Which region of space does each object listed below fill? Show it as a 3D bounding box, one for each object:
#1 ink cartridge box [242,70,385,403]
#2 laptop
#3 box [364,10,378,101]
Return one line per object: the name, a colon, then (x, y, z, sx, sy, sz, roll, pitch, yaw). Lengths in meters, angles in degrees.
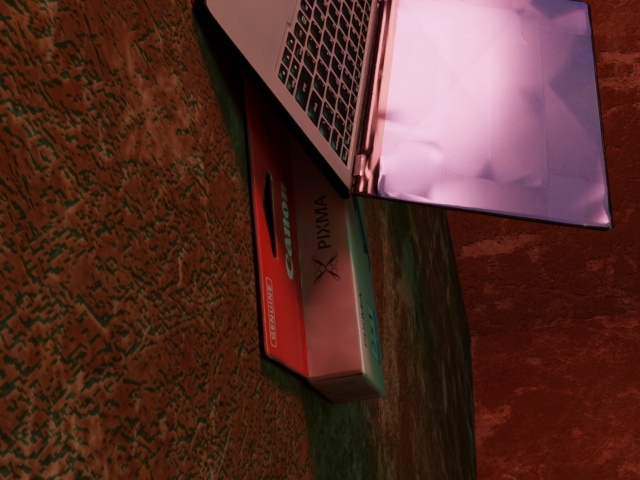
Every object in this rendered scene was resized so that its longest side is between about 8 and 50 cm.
ink cartridge box: (0.000, 0.000, 0.886, 0.261, 0.066, 0.296, 54, 28, -67)
laptop: (0.115, -0.246, 0.903, 0.408, 0.237, 0.381, 49, 37, -39)
box: (0.062, -0.380, 1.410, 0.184, 0.103, 0.261, 43, 38, -66)
